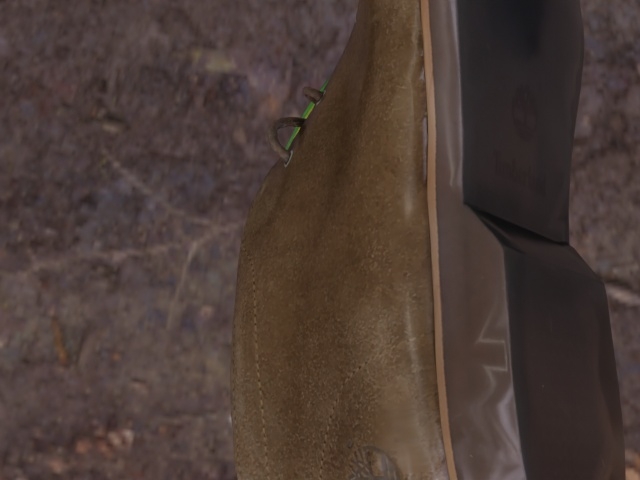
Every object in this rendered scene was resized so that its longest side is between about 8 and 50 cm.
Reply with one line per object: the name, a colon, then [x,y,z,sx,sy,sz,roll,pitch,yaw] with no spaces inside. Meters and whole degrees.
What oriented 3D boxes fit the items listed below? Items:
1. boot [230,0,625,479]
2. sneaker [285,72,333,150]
boot: [0.022,-0.045,0.504,0.115,0.305,0.112,-12,157,32]
sneaker: [0.000,0.000,0.926,0.109,0.123,0.295,4,127,-19]
